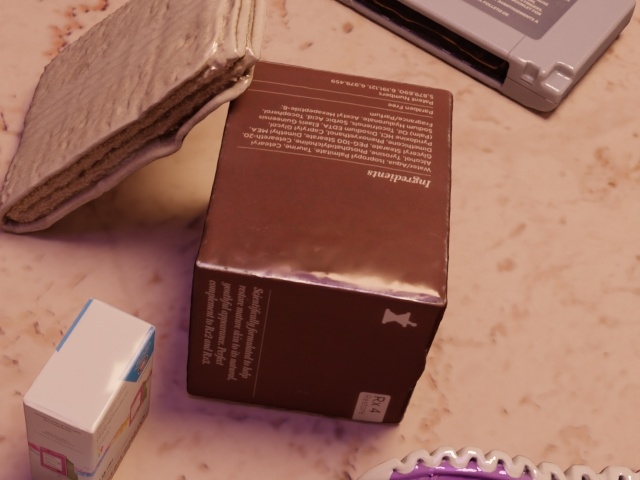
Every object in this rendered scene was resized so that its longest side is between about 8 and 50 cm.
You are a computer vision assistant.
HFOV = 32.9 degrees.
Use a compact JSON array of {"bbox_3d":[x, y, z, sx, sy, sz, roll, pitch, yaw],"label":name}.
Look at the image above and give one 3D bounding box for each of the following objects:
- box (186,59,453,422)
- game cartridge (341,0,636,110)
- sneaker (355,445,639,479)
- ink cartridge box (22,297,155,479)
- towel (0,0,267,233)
[{"bbox_3d":[0.000,0.000,0.808,0.167,0.168,0.203,9,51,-3],"label":"box"},{"bbox_3d":[0.160,-0.262,1.112,0.297,0.062,0.198,33,51,17],"label":"game cartridge"},{"bbox_3d":[0.133,0.203,0.724,0.236,0.095,0.105,6,59,-5],"label":"sneaker"},{"bbox_3d":[-0.153,0.112,0.728,0.052,0.122,0.088,24,53,5],"label":"ink cartridge box"},{"bbox_3d":[-0.145,-0.130,0.858,0.049,0.282,0.187,38,41,-33],"label":"towel"}]
